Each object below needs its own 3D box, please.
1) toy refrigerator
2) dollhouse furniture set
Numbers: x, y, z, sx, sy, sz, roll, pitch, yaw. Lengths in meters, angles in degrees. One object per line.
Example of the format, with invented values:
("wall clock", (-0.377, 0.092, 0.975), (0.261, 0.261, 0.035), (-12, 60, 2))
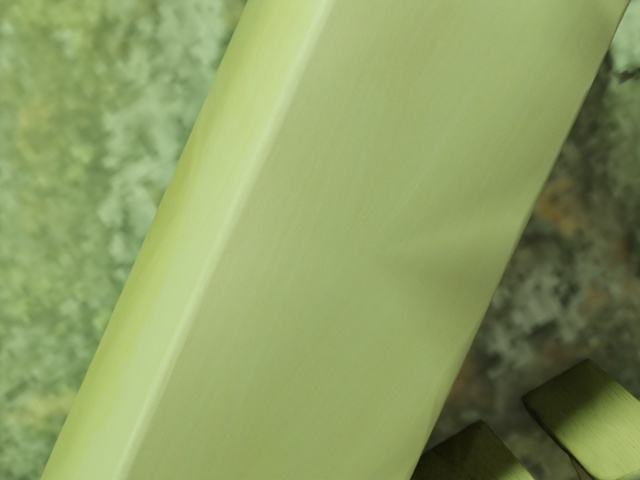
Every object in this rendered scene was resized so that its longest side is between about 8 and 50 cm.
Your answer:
("toy refrigerator", (0.000, 0.000, 0.657), (0.102, 0.094, 0.270), (21, 98, -21))
("dollhouse furniture set", (0.124, 0.138, 0.691), (0.144, 0.123, 0.151), (-31, 106, -3))
